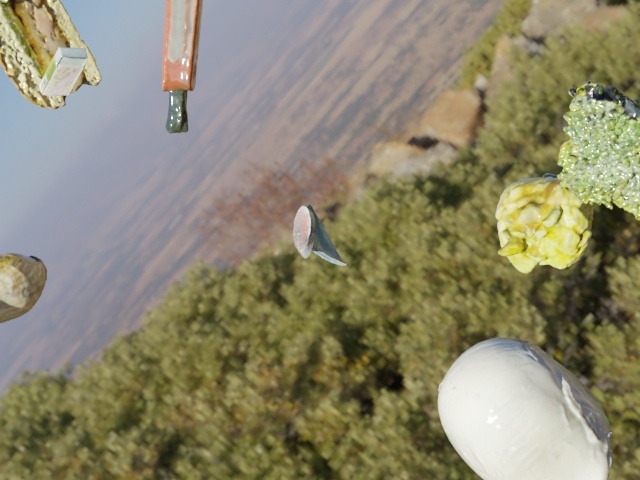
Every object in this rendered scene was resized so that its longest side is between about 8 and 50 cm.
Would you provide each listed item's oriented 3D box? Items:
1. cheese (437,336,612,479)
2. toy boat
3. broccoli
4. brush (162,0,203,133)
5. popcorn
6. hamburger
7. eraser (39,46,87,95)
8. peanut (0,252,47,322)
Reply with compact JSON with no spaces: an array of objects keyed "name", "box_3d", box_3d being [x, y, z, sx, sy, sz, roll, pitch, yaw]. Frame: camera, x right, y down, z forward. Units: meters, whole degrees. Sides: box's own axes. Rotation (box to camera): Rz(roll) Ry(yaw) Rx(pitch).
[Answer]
[{"name":"cheese","box_3d":[0.220,0.197,1.255,0.154,0.189,0.198,-43,12,8]},{"name":"toy boat","box_3d":[0.000,0.000,1.825,0.034,0.122,0.096,-12,62,29]},{"name":"broccoli","box_3d":[0.478,-0.128,1.767,0.180,0.242,0.273,-60,-23,11]},{"name":"brush","box_3d":[-0.179,-0.300,1.459,0.070,0.051,0.324,-88,5,-85]},{"name":"popcorn","box_3d":[0.407,-0.031,2.053,0.185,0.167,0.187,-12,13,8]},{"name":"hamburger","box_3d":[-0.432,-0.308,1.583,0.124,0.262,0.131,-38,24,-25]},{"name":"eraser","box_3d":[-0.325,-0.214,1.424,0.083,0.038,0.019,-45,55,47]},{"name":"peanut","box_3d":[-0.435,0.077,1.445,0.206,0.087,0.087,-33,-3,-46]}]
